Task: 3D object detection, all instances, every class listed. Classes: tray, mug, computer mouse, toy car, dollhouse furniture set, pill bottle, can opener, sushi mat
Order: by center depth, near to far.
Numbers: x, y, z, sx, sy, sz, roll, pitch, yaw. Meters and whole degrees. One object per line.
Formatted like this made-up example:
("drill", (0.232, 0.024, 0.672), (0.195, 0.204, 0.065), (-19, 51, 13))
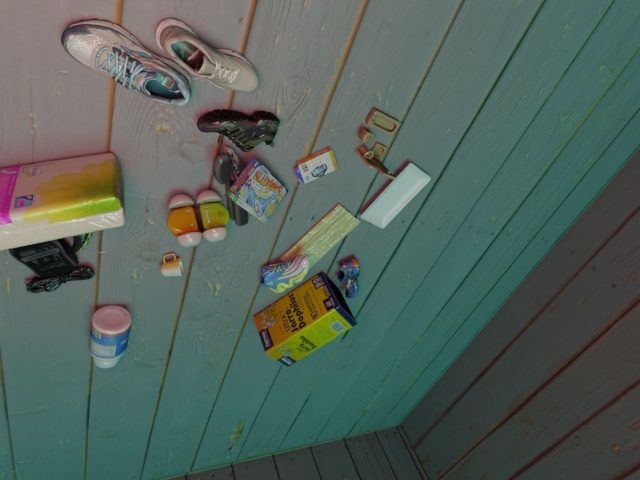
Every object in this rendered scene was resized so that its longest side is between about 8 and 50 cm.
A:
("computer mouse", (-0.785, 0.043, 1.227), (0.189, 0.072, 0.272), (-16, 149, -17))
("can opener", (-0.269, -0.157, 1.292), (0.093, 0.074, 0.280), (-29, 143, -25))
("toy car", (-0.370, -0.058, 1.306), (0.182, 0.159, 0.136), (-12, 170, -18))
("dollhouse furniture set", (0.201, -0.304, 1.362), (0.144, 0.123, 0.151), (13, 124, -37))
("mug", (-0.498, 0.086, 1.435), (0.064, 0.078, 0.062), (-10, 168, -7))
("pill bottle", (-0.736, 0.341, 1.498), (0.124, 0.124, 0.221), (3, 130, -30))
("tray", (0.277, -0.167, 1.607), (0.145, 0.030, 0.270), (24, 117, -41))
("sushi mat", (0.000, 0.000, 1.633), (0.316, 0.019, 0.151), (-43, 137, 15))

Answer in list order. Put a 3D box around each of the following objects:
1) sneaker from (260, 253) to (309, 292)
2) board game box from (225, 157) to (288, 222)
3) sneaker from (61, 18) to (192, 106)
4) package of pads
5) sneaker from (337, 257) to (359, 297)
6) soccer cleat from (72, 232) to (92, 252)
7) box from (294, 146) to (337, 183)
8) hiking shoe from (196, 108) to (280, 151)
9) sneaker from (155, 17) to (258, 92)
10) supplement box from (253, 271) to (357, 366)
("sneaker", (-0.143, 0.121, 1.600), (0.126, 0.091, 0.240), (17, 135, -31))
("board game box", (-0.188, -0.146, 1.306), (0.136, 0.035, 0.201), (-55, 153, -2))
("sneaker", (-0.414, -0.387, 0.956), (0.283, 0.122, 0.110), (13, 123, -37))
("package of pads", (-0.634, -0.104, 1.038), (0.297, 0.229, 0.101), (-12, 133, -16))
("sneaker", (0.113, 0.161, 1.818), (0.087, 0.083, 0.221), (-6, 129, -5))
("soccer cleat", (-0.672, -0.046, 1.208), (0.072, 0.060, 0.178), (23, 112, -30))
("box", (-0.018, -0.239, 1.384), (0.136, 0.028, 0.081), (-23, 138, -2))
("hiking shoe", (-0.223, -0.291, 1.178), (0.227, 0.086, 0.114), (-6, 130, -24))
("sneaker", (-0.257, -0.410, 1.018), (0.263, 0.121, 0.099), (16, 123, -38))
("supplement box", (-0.064, 0.333, 1.791), (0.357, 0.194, 0.195), (-34, 138, 6))
